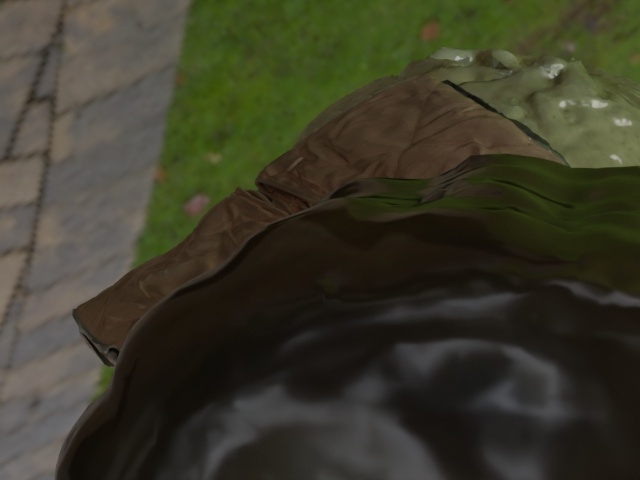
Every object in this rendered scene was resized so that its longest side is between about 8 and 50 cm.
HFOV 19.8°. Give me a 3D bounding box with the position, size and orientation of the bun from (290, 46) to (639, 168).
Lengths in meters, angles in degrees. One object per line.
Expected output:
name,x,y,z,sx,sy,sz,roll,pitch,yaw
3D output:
bun,0.116,-0.024,1.341,0.352,0.349,0.227,-12,104,-20

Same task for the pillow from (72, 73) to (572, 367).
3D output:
pillow,0.000,0.000,0.878,0.232,0.126,0.043,-35,129,-14

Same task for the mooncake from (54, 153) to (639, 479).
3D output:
mooncake,0.066,0.123,0.702,0.324,0.324,0.187,-46,-179,20
